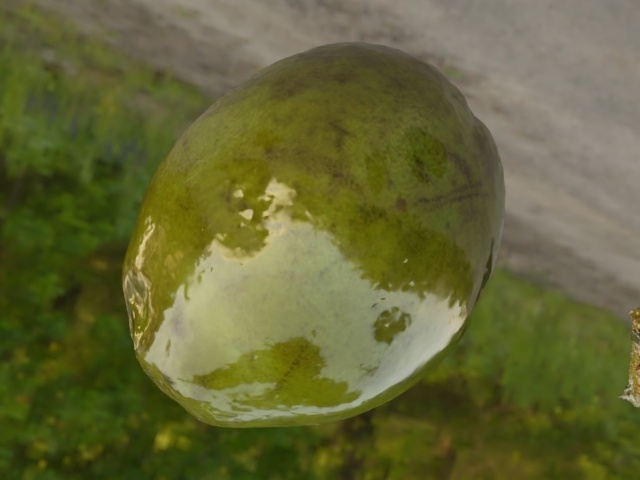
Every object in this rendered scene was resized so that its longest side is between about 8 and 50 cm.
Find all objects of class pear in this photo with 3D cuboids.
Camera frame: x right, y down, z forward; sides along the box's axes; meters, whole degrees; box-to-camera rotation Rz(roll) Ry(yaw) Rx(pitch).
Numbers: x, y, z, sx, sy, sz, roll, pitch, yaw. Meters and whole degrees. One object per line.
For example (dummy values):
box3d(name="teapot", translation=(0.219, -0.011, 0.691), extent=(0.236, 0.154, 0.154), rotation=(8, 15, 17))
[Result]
box3d(name="pear", translation=(0.000, 0.000, 1.643), extent=(0.352, 0.413, 0.352), rotation=(42, 169, 11))

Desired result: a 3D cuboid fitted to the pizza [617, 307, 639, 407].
box3d(name="pizza", translation=(0.460, 0.125, 2.155), extent=(0.197, 0.058, 0.292), rotation=(20, 133, -37))
